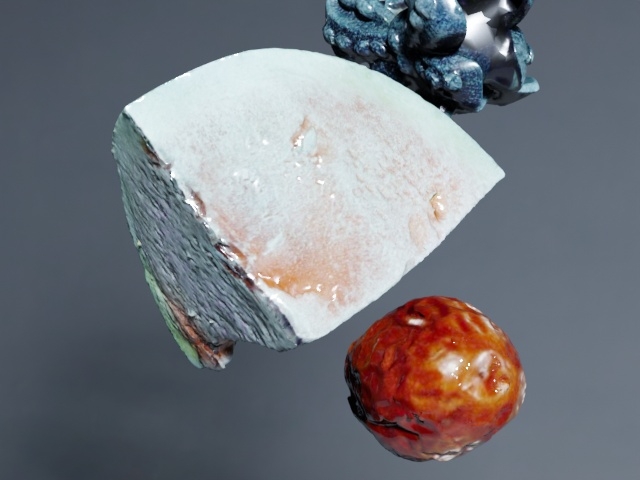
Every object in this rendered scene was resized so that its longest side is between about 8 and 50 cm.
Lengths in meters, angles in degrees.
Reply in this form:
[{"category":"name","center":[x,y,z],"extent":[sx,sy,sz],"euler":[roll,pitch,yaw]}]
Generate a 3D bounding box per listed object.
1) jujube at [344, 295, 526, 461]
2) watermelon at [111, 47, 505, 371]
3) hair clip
[{"category":"jujube","center":[0.125,0.162,1.921],"extent":[0.197,0.197,0.290],"euler":[-4,-2,-22]},{"category":"watermelon","center":[0.000,0.000,1.171],"extent":[0.289,0.320,0.214],"euler":[-6,47,-14]},{"category":"hair clip","center":[0.131,-0.229,1.868],"extent":[0.194,0.206,0.310],"euler":[-28,12,-19]}]
